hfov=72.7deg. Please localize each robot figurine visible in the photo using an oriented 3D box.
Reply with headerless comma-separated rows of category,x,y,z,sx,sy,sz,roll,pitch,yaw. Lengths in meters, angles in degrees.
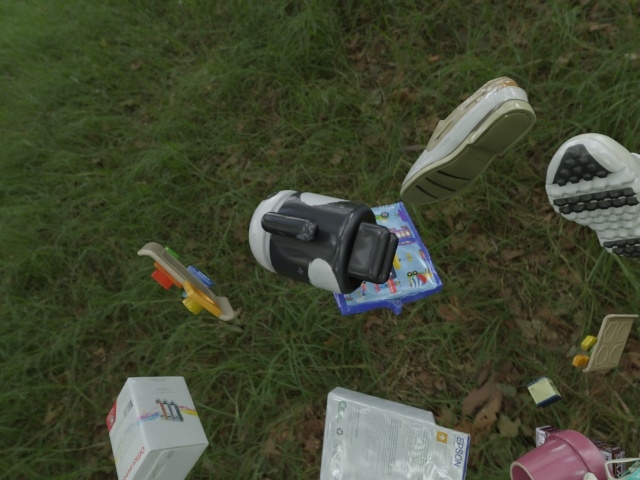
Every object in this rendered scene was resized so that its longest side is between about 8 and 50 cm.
robot figurine,0.000,-0.003,0.819,0.278,0.209,0.173,14,47,27

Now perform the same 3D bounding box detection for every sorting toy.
sorting toy,-0.255,0.081,0.810,0.047,0.196,0.348,-50,16,-8
sorting toy,0.980,0.354,1.513,0.041,0.307,0.229,33,112,54

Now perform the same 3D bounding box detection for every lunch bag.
lunch bag,0.129,0.061,1.010,0.221,0.138,0.293,-11,40,-5

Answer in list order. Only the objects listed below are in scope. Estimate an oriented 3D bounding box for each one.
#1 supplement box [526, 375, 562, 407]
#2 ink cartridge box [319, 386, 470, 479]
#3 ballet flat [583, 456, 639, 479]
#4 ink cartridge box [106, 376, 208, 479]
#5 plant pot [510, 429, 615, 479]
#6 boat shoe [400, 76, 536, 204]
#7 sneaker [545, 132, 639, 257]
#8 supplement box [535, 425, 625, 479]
supplement box,0.852,0.577,1.658,0.083,0.056,0.083,-42,39,26
ink cartridge box,0.160,0.539,1.003,0.330,0.071,0.324,8,94,24
ballet flat,0.653,0.553,0.980,0.247,0.083,0.087,-28,56,2
ink cartridge box,-0.333,0.385,0.879,0.128,0.127,0.176,-56,46,16
plant pot,0.599,0.606,1.104,0.180,0.201,0.201,-11,53,-9
boat shoe,0.267,-0.180,0.841,0.302,0.113,0.103,-40,42,45
sneaker,0.400,-0.073,0.591,0.110,0.292,0.118,-1,68,50
supplement box,0.796,0.675,1.344,0.239,0.073,0.130,-11,76,60
